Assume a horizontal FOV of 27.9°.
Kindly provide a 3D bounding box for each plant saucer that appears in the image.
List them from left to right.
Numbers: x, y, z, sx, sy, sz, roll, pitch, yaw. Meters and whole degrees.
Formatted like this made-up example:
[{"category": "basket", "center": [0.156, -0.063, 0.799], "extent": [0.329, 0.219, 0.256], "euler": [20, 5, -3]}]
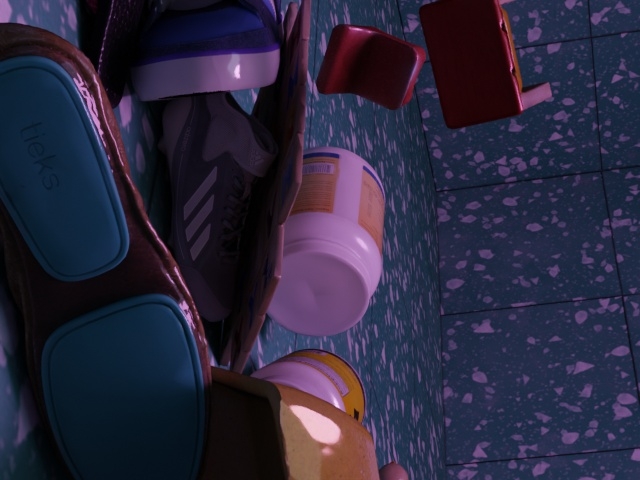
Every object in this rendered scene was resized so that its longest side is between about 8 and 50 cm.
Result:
[{"category": "plant saucer", "center": [-0.021, 0.246, 0.935], "extent": [0.332, 0.081, 0.333], "euler": [177, -96, -71]}]

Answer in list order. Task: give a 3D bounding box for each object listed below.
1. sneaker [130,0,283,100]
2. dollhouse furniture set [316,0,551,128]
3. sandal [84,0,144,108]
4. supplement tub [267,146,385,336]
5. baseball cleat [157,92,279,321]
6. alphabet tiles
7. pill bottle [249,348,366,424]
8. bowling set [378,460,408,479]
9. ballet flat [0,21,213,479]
[{"category": "sneaker", "center": [-0.103, -0.258, 1.106], "extent": [0.323, 0.130, 0.236], "euler": [-72, 155, -72]}, {"category": "dollhouse furniture set", "center": [0.027, -0.261, 1.013], "extent": [0.152, 0.201, 0.374], "euler": [-26, 104, -61]}, {"category": "sandal", "center": [-0.167, -0.191, 1.011], "extent": [0.067, 0.040, 0.179], "euler": [43, 56, -66]}, {"category": "supplement tub", "center": [0.000, 0.000, 1.480], "extent": [0.200, 0.144, 0.144], "euler": [-83, 162, -53]}, {"category": "baseball cleat", "center": [-0.085, -0.034, 1.134], "extent": [0.072, 0.109, 0.206], "euler": [-10, 88, -66]}, {"category": "alphabet tiles", "center": [-0.054, -0.051, 1.223], "extent": [0.285, 0.011, 0.343], "euler": [114, -17, -49]}, {"category": "pill bottle", "center": [-0.025, 0.176, 1.295], "extent": [0.208, 0.119, 0.119], "euler": [-6, 89, -79]}, {"category": "bowling set", "center": [0.059, 0.402, 1.506], "extent": [0.287, 0.154, 0.200], "euler": [-75, 156, -63]}, {"category": "ballet flat", "center": [-0.149, 0.018, 0.819], "extent": [0.124, 0.116, 0.342], "euler": [-119, -169, -62]}]
